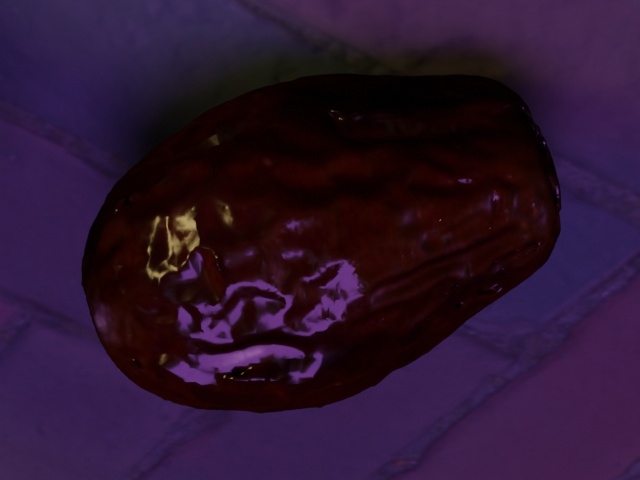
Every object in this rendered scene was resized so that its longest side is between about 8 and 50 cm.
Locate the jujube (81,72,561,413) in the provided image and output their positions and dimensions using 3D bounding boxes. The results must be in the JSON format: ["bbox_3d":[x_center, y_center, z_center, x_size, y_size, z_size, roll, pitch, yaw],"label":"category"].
[{"bbox_3d":[0.000,0.000,0.999,0.290,0.197,0.197,-19,137,-2],"label":"jujube"}]
